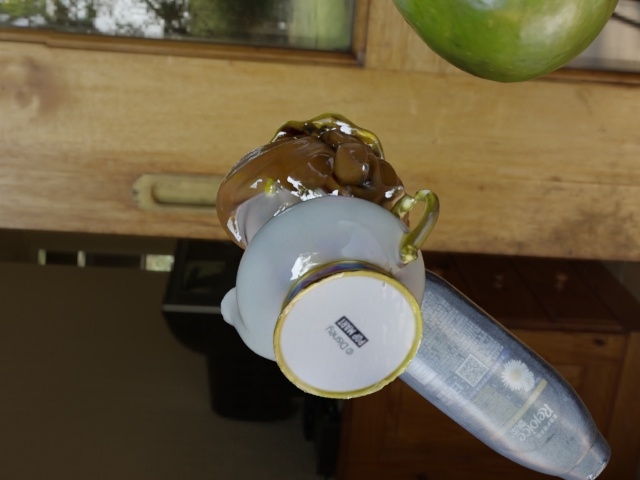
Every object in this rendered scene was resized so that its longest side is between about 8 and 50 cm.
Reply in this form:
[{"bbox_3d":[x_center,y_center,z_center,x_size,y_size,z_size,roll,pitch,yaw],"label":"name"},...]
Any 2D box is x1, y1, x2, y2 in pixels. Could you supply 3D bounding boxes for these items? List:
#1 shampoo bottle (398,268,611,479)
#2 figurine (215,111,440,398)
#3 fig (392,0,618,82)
[{"bbox_3d":[0.137,0.115,0.759,0.087,0.233,0.049,-51,5,9],"label":"shampoo bottle"},{"bbox_3d":[0.000,0.000,0.711,0.142,0.189,0.263,54,-171,-29],"label":"figurine"},{"bbox_3d":[0.135,-0.202,0.686,0.191,0.181,0.181,74,-166,-56],"label":"fig"}]
